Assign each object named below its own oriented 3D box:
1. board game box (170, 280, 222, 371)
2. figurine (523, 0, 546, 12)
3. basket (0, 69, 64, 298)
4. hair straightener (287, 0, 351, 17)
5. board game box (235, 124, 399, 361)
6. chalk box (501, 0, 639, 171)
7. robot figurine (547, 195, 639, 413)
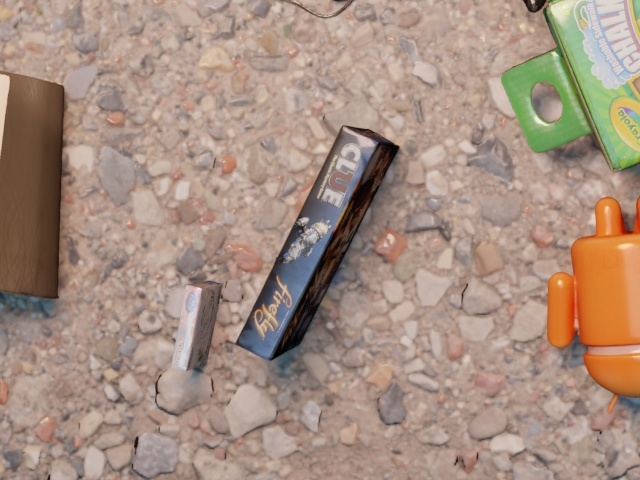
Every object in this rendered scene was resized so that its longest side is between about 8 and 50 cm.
[{"bbox_3d":[-0.132,0.090,1.819,0.020,0.090,0.090,12,94,9],"label":"board game box"},{"bbox_3d":[0.198,-0.356,1.631,0.092,0.209,0.214,-2,130,3],"label":"figurine"},{"bbox_3d":[-0.359,-0.068,1.827,0.204,0.154,0.226,10,90,8],"label":"basket"},{"bbox_3d":[0.059,-0.291,1.792,0.230,0.047,0.089,-21,88,10],"label":"hair straightener"},{"bbox_3d":[0.000,0.000,1.756,0.042,0.165,0.243,27,97,8],"label":"board game box"},{"bbox_3d":[0.325,-0.180,1.679,0.289,0.179,0.180,-24,93,9],"label":"chalk box"},{"bbox_3d":[0.318,0.063,1.723,0.158,0.128,0.219,-7,91,-30],"label":"robot figurine"}]
